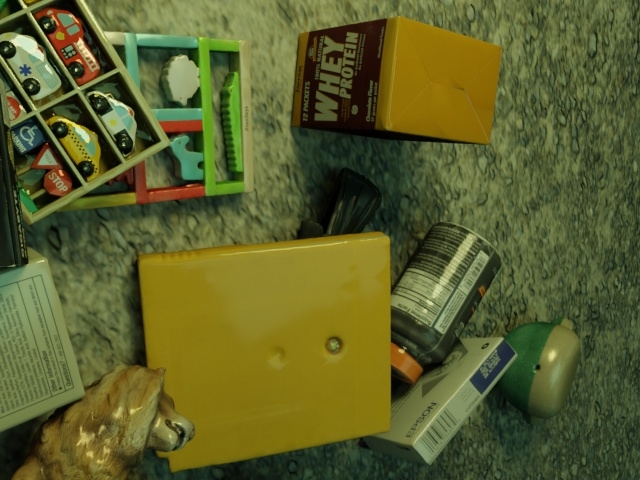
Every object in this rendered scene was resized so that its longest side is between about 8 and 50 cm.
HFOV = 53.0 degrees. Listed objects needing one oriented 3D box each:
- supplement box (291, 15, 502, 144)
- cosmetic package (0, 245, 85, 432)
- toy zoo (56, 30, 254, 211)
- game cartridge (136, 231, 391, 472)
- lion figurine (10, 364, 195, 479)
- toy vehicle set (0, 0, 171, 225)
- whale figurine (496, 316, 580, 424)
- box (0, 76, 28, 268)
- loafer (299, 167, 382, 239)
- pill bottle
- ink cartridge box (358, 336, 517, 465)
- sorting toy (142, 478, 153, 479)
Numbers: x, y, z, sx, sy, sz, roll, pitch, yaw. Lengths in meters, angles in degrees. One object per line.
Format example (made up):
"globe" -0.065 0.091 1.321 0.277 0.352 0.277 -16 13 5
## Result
"supplement box" 0.097 -0.203 0.854 0.191 0.194 0.129 0 99 -37
"cosmetic package" -0.401 0.125 0.594 0.309 0.113 0.160 -18 109 -33
"toy zoo" -0.212 -0.138 0.737 0.293 0.030 0.193 -10 105 -35
"game cartridge" -0.063 0.141 0.839 0.323 0.052 0.286 -5 103 -16
"lion figurine" -0.299 0.315 0.678 0.142 0.240 0.392 38 98 -10
"toy vehicle set" -0.291 -0.169 0.629 0.166 0.035 0.267 -36 109 -19
"whale figurine" 0.422 0.246 1.251 0.272 0.141 0.217 23 84 -62
"box" -0.380 -0.050 0.549 0.220 0.051 0.175 -7 92 -14
"loafer" 0.000 0.000 0.904 0.078 0.076 0.223 36 81 -17
"pill bottle" 0.172 0.102 1.013 0.130 0.130 0.246 45 73 -34
"ink cartridge box" 0.165 0.240 0.997 0.223 0.224 0.045 -42 96 -24
"sorting toy" -0.223 0.377 0.710 0.038 0.193 0.208 27 68 -20
